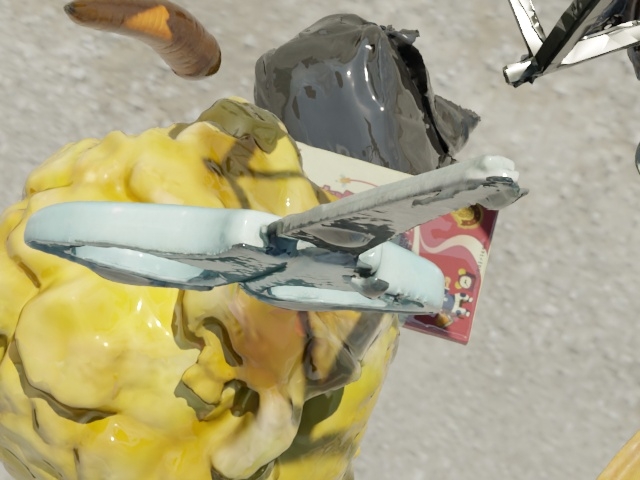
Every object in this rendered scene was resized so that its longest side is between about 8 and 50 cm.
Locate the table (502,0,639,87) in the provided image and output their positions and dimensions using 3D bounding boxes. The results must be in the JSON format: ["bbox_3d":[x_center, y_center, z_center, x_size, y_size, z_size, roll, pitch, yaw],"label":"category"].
[{"bbox_3d":[0.225,-0.268,0.980,0.272,0.335,0.222,-17,79,-11],"label":"table"}]

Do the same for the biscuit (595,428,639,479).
[{"bbox_3d":[0.229,0.144,0.888,0.220,0.142,0.029,-4,152,-14],"label":"biscuit"}]

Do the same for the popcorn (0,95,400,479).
[{"bbox_3d":[-0.114,0.079,1.429,0.354,0.344,0.390,10,134,2],"label":"popcorn"}]

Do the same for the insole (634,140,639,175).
[{"bbox_3d":[0.365,-0.029,1.684,0.193,0.006,0.065,43,66,-19],"label":"insole"}]

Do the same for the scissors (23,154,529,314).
[{"bbox_3d":[0.000,0.002,0.673,0.191,0.360,0.029,11,83,-16],"label":"scissors"}]

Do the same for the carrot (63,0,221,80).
[{"bbox_3d":[-0.178,-0.225,1.842,0.066,0.062,0.271,-29,157,17],"label":"carrot"}]

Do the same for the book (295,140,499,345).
[{"bbox_3d":[0.056,0.001,1.781,0.232,0.022,0.162,17,65,-2],"label":"book"}]

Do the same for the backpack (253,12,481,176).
[{"bbox_3d":[0.081,-0.111,2.331,0.445,0.254,0.363,-7,88,-77],"label":"backpack"}]

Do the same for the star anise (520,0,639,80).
[{"bbox_3d":[0.289,-0.247,1.625,0.230,0.081,0.262,43,115,-2],"label":"star anise"}]
